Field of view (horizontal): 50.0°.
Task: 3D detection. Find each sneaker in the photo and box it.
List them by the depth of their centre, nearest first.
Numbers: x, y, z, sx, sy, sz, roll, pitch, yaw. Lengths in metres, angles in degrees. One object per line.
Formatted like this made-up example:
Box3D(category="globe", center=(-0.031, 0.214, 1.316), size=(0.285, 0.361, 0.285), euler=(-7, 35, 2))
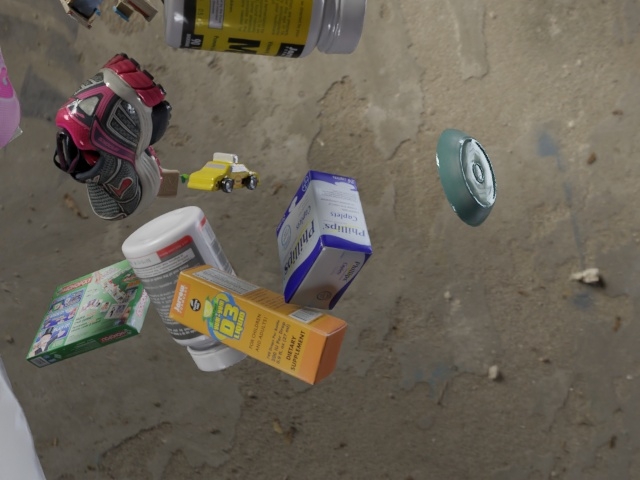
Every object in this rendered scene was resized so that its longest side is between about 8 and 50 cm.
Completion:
Box3D(category="sneaker", center=(-0.268, -0.105, 0.836), size=(0.121, 0.299, 0.112), euler=(41, 62, 5))

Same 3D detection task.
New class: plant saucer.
Box3D(category="plant saucer", center=(0.175, -0.076, 0.795), size=(0.119, 0.021, 0.120), euler=(21, 61, -45))

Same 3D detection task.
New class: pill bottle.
Box3D(category="pill bottle", center=(-0.063, -0.262, 0.749), size=(0.208, 0.119, 0.119), euler=(1, 87, -15))
Box3D(category="pill bottle", center=(-0.234, 0.094, 1.287), size=(0.161, 0.161, 0.283), euler=(-34, 112, -24))

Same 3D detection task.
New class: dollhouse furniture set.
Box3D(category="dollhouse furniture set", center=(-0.499, -0.556, 1.637), size=(0.129, 0.129, 0.183), euler=(-46, 136, 11))

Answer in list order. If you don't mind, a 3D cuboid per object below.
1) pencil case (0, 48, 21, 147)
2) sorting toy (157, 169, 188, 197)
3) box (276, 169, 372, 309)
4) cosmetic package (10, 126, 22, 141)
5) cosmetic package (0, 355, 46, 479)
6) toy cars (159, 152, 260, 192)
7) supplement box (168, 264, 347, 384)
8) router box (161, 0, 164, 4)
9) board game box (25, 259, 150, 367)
Box3D(category="pencil case", center=(-0.218, -0.155, 0.263), size=(0.124, 0.124, 0.284), euler=(-27, 131, -25))
Box3D(category="sorting toy", center=(-0.331, -0.126, 1.519), size=(0.083, 0.012, 0.062), euler=(-5, 110, -35))
Box3D(category="box", center=(0.000, 0.000, 0.917), size=(0.072, 0.126, 0.137), euler=(10, 46, -23))
Box3D(category="cosmetic package", center=(-0.722, -0.147, 1.251), size=(0.113, 0.160, 0.309), euler=(60, 43, -24))
Box3D(category="cosmetic package", center=(-0.538, 0.325, 0.762), size=(0.327, 0.394, 0.330), euler=(-9, 61, -46))
Box3D(category="toy cars", center=(-0.328, -0.165, 1.623), size=(0.393, 0.176, 0.087), euler=(-1, 101, -17))
Box3D(category="supplement box", center=(-0.087, 0.109, 0.930), size=(0.080, 0.233, 0.078), euler=(-14, 122, -64))
Box3D(category="router box", center=(-0.256, -0.578, 1.306), size=(0.309, 0.081, 0.243), euler=(60, 36, -8))
Box3D(category="board game box", center=(-0.517, 0.157, 1.574), size=(0.046, 0.317, 0.214), euler=(50, 32, -36))
